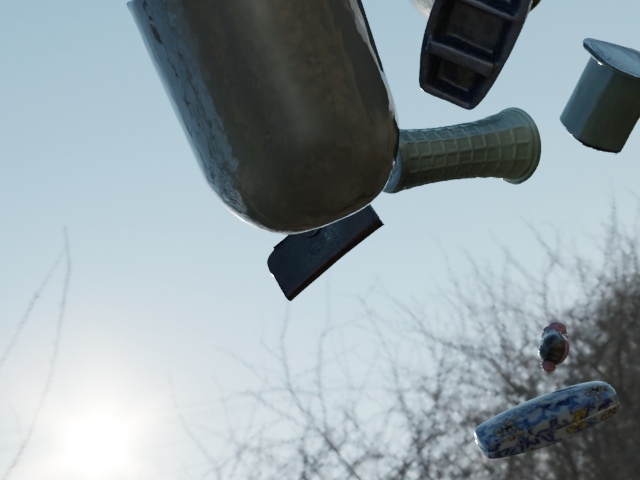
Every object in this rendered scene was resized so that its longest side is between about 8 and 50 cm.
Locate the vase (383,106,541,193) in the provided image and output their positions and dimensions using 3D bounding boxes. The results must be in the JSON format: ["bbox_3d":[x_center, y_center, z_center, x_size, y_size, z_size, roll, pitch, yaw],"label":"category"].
[{"bbox_3d":[0.232,-0.154,1.841,0.299,0.143,0.143,-9,-38,-30],"label":"vase"}]

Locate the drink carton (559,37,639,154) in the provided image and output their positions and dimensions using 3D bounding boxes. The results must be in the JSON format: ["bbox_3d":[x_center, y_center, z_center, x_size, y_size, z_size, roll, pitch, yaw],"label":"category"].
[{"bbox_3d":[0.608,-0.307,2.201,0.191,0.185,0.189,7,-53,-27],"label":"drink carton"}]

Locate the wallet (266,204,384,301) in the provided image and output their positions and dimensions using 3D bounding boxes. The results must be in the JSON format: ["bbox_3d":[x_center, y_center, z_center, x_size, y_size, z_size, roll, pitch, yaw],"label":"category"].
[{"bbox_3d":[0.000,0.000,2.132,0.255,0.137,0.031,-41,-33,10],"label":"wallet"}]

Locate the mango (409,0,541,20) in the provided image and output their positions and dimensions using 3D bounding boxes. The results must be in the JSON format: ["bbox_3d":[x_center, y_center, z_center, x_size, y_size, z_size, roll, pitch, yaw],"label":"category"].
[{"bbox_3d":[0.291,-0.551,2.106,0.220,0.301,0.445,-50,17,-15],"label":"mango"}]

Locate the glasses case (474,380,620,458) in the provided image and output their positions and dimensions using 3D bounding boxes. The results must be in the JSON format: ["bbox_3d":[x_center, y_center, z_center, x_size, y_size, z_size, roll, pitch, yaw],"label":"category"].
[{"bbox_3d":[0.380,0.302,1.749,0.248,0.087,0.065,-19,-70,-7],"label":"glasses case"}]

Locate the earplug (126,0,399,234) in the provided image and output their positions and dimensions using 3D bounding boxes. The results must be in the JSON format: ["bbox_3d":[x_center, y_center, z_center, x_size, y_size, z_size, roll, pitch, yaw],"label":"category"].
[{"bbox_3d":[-0.060,-0.207,1.474,0.313,0.394,0.312,-20,7,2],"label":"earplug"}]

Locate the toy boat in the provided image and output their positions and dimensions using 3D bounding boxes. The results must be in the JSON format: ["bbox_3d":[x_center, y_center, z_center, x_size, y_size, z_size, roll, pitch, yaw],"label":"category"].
[{"bbox_3d":[0.223,-0.321,1.425,0.078,0.127,0.282,-46,-20,-56],"label":"toy boat"}]

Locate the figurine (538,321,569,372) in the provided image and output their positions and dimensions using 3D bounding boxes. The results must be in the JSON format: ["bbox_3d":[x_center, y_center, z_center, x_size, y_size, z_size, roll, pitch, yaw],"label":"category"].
[{"bbox_3d":[0.437,0.196,1.969,0.072,0.054,0.129,-58,1,19],"label":"figurine"}]
